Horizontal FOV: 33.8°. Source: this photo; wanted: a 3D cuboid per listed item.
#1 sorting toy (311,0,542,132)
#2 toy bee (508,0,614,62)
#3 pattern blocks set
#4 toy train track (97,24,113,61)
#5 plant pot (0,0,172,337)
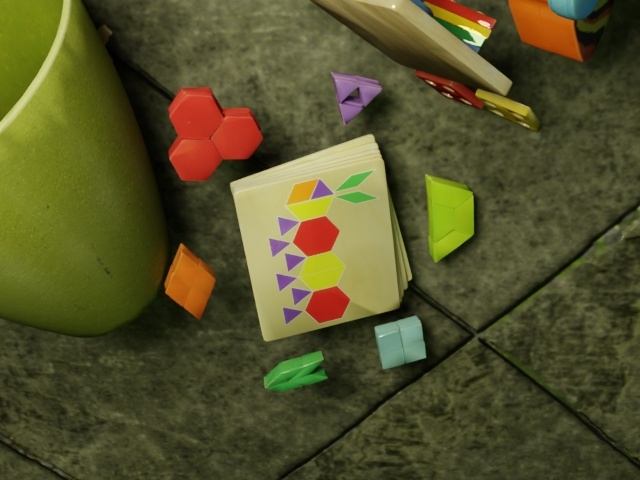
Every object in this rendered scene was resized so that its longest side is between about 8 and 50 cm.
[{"bbox_3d":[0.072,-0.164,0.784,0.274,0.132,0.046,28,91,-40],"label":"sorting toy"},{"bbox_3d":[0.162,-0.225,0.671,0.195,0.298,0.162,25,93,5],"label":"toy bee"},{"bbox_3d":[0.000,0.000,0.951,0.285,0.026,0.325,-7,123,-11],"label":"pattern blocks set"},{"bbox_3d":[-0.212,-0.166,0.921,0.083,0.014,0.048,-27,122,31],"label":"toy train track"},{"bbox_3d":[-0.251,-0.045,0.876,0.274,0.275,0.293,-13,142,16],"label":"plant pot"}]
